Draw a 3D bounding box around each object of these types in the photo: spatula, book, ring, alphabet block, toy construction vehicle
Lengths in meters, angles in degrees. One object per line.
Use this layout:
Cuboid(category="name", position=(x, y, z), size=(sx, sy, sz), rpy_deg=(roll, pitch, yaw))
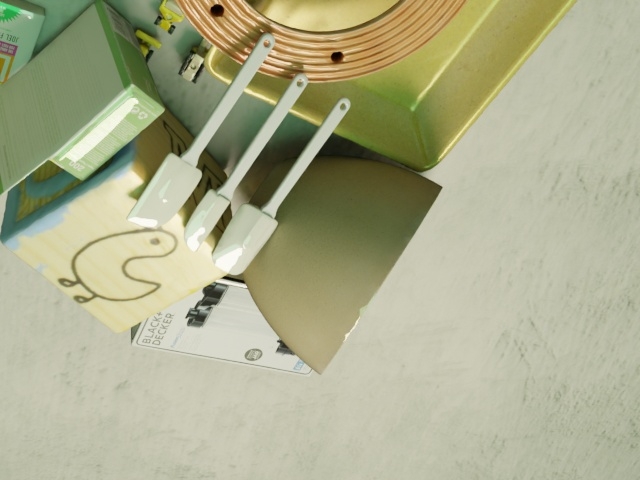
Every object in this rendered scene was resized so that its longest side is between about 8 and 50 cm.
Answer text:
Cuboid(category="spatula", position=(-0.078, -0.087, 0.872), size=(0.168, 0.019, 0.242), rpy_deg=(32, 95, -36))
Cuboid(category="book", position=(-0.375, -0.209, 0.892), size=(0.096, 0.035, 0.144), rpy_deg=(13, 127, -29))
Cuboid(category="ring", position=(0.008, -0.305, 0.775), size=(0.336, 0.032, 0.337), rpy_deg=(-7, 133, -7))
Cuboid(category="alphabet block", position=(-0.234, -0.043, 0.961), size=(0.192, 0.193, 0.197), rpy_deg=(-28, 132, 15))
Cuboid(category="toy construction vehicle", position=(-0.167, -0.227, 0.920), size=(0.085, 0.035, 0.098), rpy_deg=(26, 120, -18))

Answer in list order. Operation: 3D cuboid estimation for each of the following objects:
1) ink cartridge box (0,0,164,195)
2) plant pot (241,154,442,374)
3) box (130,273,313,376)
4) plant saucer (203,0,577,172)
Cuboid(category="ink cartridge box", position=(-0.288, -0.131, 0.863), size=(0.235, 0.171, 0.056), rpy_deg=(-38, 141, 13))
Cuboid(category="plant pot", position=(0.000, 0.000, 1.030), size=(0.191, 0.284, 0.284), rpy_deg=(33, 124, 3))
Cuboid(category="box", position=(-0.118, 0.098, 1.186), size=(0.289, 0.087, 0.169), rpy_deg=(16, 127, -24))
Cuboid(category="plant saucer", position=(0.084, -0.270, 0.898), size=(0.332, 0.081, 0.333), rpy_deg=(20, 125, -28))
